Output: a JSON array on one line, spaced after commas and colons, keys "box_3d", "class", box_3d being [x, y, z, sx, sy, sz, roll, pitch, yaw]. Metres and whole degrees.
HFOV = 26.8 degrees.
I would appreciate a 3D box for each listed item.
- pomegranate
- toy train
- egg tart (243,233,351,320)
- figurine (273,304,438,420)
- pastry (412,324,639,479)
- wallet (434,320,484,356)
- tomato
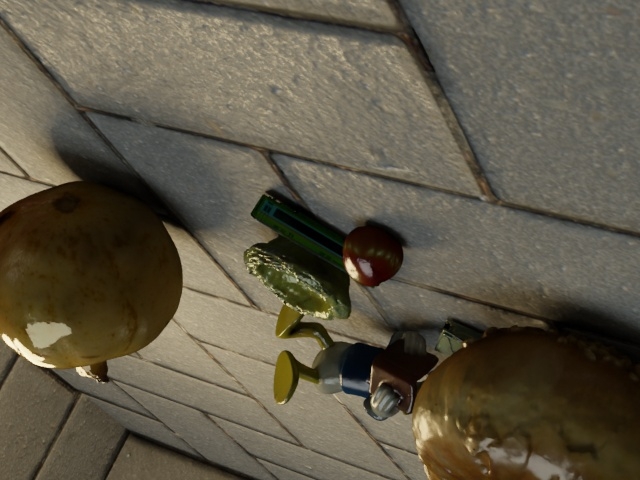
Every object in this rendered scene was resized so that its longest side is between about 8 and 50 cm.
[{"box_3d": [-0.395, 0.077, 2.186, 0.342, 0.343, 0.342, 23, 161, 9], "class": "pomegranate"}, {"box_3d": [0.000, 0.000, 1.932, 0.209, 0.042, 0.044, 30, -176, -15], "class": "toy train"}, {"box_3d": [-0.031, 0.048, 2.046, 0.197, 0.078, 0.197, 25, 161, 10], "class": "egg tart"}, {"box_3d": [0.120, 0.211, 2.207, 0.338, 0.205, 0.283, 21, 164, -28], "class": "figurine"}, {"box_3d": [0.326, 0.271, 1.892, 0.409, 0.245, 0.410, 19, 154, 9], "class": "pastry"}, {"box_3d": [0.255, 0.179, 2.074, 0.155, 0.039, 0.110, 23, 162, 7], "class": "wallet"}, {"box_3d": [0.069, 0.022, 1.853, 0.087, 0.075, 0.087, 26, 159, 11], "class": "tomato"}]
